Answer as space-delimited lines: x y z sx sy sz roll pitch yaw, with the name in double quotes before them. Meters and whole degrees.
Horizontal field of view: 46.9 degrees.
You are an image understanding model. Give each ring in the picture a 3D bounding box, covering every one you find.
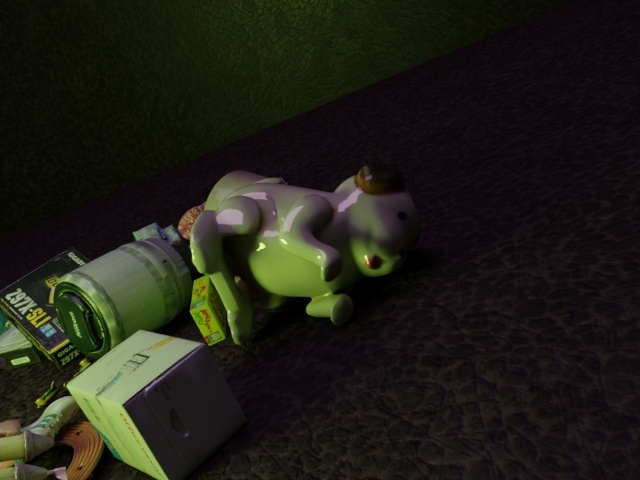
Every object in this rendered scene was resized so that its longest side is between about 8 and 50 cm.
"ring" -0.537 0.450 1.330 0.336 0.032 0.336 -23 18 8

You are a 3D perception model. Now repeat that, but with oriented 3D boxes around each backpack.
"backpack" -0.434 0.037 2.030 0.144 0.166 0.188 -34 37 -16

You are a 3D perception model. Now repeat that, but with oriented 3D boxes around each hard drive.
"hard drive" -0.802 0.249 2.141 0.237 0.064 0.339 -15 21 27

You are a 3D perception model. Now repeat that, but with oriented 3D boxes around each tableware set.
"tableware set" -0.583 0.322 1.682 0.154 0.024 0.104 -42 -1 -15

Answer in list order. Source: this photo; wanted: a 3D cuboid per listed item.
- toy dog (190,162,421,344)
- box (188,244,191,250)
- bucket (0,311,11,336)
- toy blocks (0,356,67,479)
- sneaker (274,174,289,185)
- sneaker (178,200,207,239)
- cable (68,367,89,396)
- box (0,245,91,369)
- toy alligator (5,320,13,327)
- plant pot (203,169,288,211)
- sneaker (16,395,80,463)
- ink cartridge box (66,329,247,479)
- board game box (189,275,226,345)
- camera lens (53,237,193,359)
"toy dog" 0.000 0.000 1.486 0.408 0.285 0.395 -11 30 11
"box" -0.455 0.079 2.174 0.178 0.042 0.109 -25 19 0
"bucket" -1.100 0.267 2.281 0.281 0.183 0.281 -23 19 8
"toy blocks" -0.599 0.376 1.286 0.260 0.309 0.288 -3 21 -28
"sneaker" -0.223 -0.114 2.263 0.302 0.121 0.108 -20 20 17
"sneaker" -0.346 -0.086 2.398 0.252 0.103 0.111 -33 2 -4
"cable" -0.480 0.312 1.610 0.184 0.047 0.150 -17 28 35
"box" -0.680 0.171 1.975 0.322 0.079 0.257 30 55 36
"toy alligator" -0.783 0.204 2.066 0.189 0.056 0.051 -34 61 -23
"plant pot" -0.091 -0.026 1.740 0.274 0.256 0.256 9 36 32
"sneaker" -0.520 0.367 1.415 0.161 0.057 0.075 -35 38 -30
"ink cartridge box" -0.276 0.274 1.245 0.168 0.171 0.232 -38 23 -33
"board game box" -0.248 0.151 1.647 0.043 0.092 0.181 -24 19 1
"camera lens" -0.468 0.135 1.746 0.219 0.219 0.274 -8 18 42
